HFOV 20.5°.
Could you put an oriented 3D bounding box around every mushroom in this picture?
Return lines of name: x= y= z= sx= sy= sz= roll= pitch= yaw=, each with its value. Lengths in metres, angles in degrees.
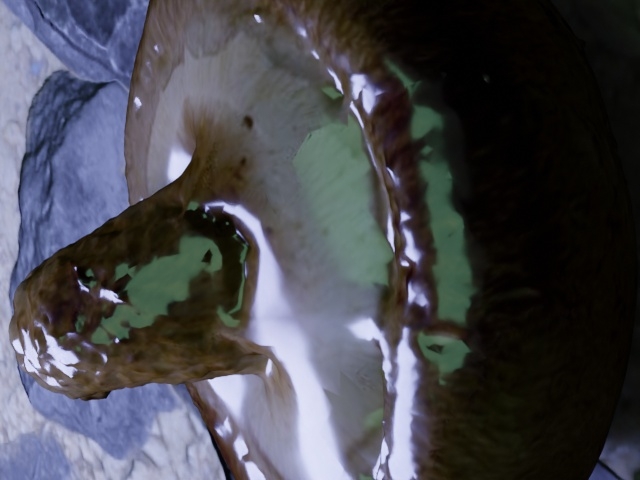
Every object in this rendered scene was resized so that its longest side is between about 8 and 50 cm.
mushroom: x=0.020 y=-0.007 z=0.868 sx=0.345 sy=0.239 sz=0.345 roll=20 pitch=131 yaw=25
